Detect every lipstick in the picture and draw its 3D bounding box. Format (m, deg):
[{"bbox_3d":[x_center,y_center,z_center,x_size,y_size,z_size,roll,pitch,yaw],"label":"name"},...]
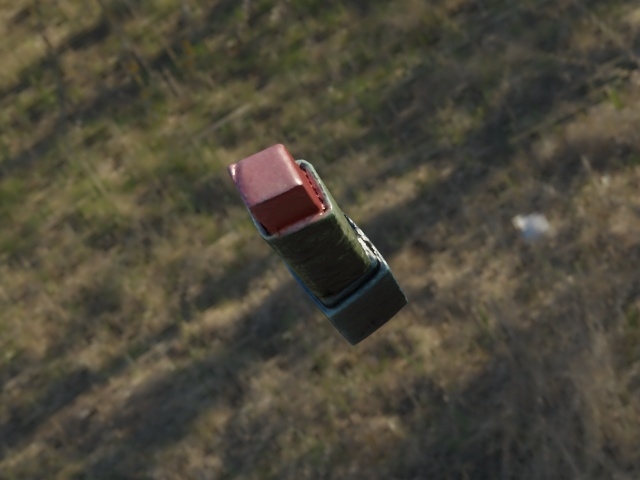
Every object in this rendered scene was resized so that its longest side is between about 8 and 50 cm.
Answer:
[{"bbox_3d":[0.000,0.000,0.865,0.051,0.051,0.312,-36,-17,0],"label":"lipstick"}]
